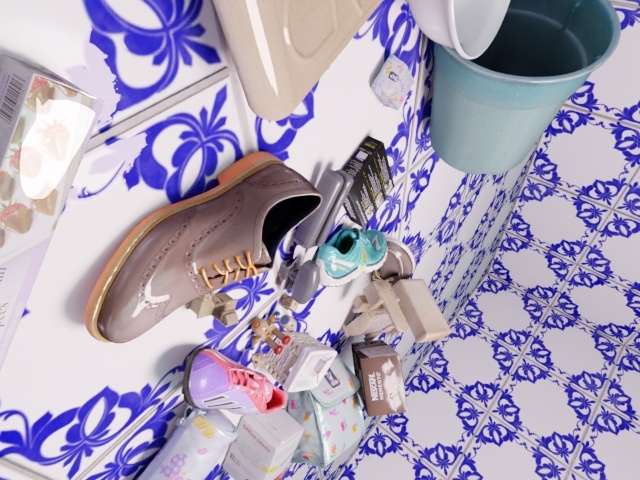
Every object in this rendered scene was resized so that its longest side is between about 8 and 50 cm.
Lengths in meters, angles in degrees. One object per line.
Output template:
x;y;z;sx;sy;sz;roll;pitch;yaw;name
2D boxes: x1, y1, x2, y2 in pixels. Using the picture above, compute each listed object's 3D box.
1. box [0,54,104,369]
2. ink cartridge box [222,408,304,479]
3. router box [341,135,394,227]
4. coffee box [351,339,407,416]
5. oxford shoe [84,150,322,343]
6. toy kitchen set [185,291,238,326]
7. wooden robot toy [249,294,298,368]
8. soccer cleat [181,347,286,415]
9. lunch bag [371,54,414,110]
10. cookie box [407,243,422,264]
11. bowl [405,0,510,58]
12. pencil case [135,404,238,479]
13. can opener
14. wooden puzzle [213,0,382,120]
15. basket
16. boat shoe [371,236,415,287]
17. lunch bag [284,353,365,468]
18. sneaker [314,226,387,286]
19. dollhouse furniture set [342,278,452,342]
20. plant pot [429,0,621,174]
-0.302;-0.002;0.393;0.063;0.067;0.324;10;107;-60;box
-0.148;0.542;1.108;0.127;0.128;0.176;-7;123;-56;ink cartridge box
0.102;-0.125;0.944;0.133;0.046;0.179;-53;152;-11;router box
0.175;0.422;1.336;0.297;0.118;0.168;104;-21;-84;coffee box
-0.147;0.013;0.582;0.364;0.132;0.130;-46;150;-22;oxford shoe
-0.163;0.094;0.707;0.083;0.068;0.075;-8;124;-56;toy kitchen set
-0.107;0.187;0.894;0.173;0.076;0.079;-53;141;-12;wooden robot toy
-0.158;0.281;0.818;0.318;0.116;0.109;68;24;-59;soccer cleat
0.139;-0.307;0.822;0.083;0.053;0.071;32;88;-53;lunch bag
0.304;0.075;1.477;0.091;0.040;0.107;-19;133;-50;cookie box
0.214;-0.459;0.682;0.298;0.134;0.298;-34;134;-44;bowl
-0.281;0.447;0.816;0.273;0.113;0.124;-54;146;-8;pencil case
0.000;0.000;0.848;0.076;0.095;0.284;-12;134;-55;can opener
-0.013;-0.362;0.465;0.348;0.080;0.322;-53;153;-24;wooden puzzle
-0.052;0.295;1.048;0.113;0.103;0.167;-59;153;0;basket
0.208;0.107;1.279;0.097;0.116;0.324;-50;157;-22;boat shoe
0.006;0.469;1.216;0.223;0.160;0.262;-2;83;-54;lunch bag
0.082;0.020;0.995;0.275;0.107;0.110;-27;130;-51;sneaker
0.182;0.281;1.253;0.303;0.174;0.355;3;142;-39;dollhouse furniture set
0.394;-0.341;0.939;0.341;0.341;0.334;-48;158;-20;plant pot
